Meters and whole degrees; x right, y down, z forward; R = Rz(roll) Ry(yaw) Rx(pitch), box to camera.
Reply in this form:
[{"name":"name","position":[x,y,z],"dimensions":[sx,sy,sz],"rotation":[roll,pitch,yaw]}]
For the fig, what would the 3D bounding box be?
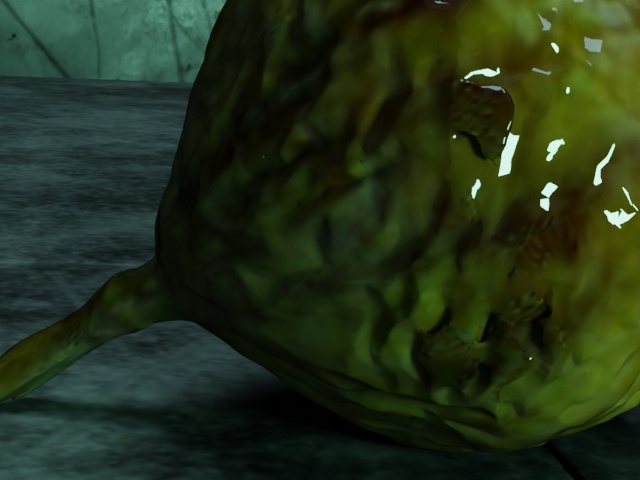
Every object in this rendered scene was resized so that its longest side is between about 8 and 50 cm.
[{"name":"fig","position":[0.000,0.000,0.689],"dimensions":[0.368,0.286,0.286],"rotation":[-28,12,1]}]
